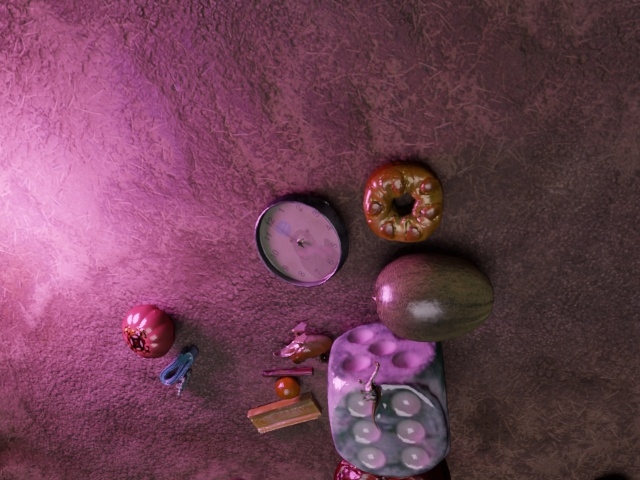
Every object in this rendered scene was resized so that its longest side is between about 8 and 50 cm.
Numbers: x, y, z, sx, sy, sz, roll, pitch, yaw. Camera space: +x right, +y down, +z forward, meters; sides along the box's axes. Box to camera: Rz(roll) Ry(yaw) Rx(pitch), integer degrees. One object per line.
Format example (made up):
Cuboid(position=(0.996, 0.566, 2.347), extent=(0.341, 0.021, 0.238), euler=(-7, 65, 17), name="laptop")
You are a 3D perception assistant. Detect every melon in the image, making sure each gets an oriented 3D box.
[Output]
Cuboid(position=(0.308, 0.156, 1.604), extent=(0.329, 0.248, 0.248), euler=(1, 118, 4), name="melon")

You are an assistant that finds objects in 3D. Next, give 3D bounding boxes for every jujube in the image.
Cuboid(position=(0.237, 0.801, 1.944), extent=(0.377, 0.276, 0.276), euler=(-8, 117, 19), name="jujube")

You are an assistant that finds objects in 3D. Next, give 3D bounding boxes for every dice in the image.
Cuboid(position=(0.205, 0.457, 1.712), extent=(0.330, 0.348, 0.328), euler=(-6, 111, 9), name="dice")

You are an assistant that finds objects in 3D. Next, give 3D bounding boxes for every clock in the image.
Cuboid(position=(-0.058, 0.003, 1.638), extent=(0.281, 0.055, 0.280), euler=(10, 118, 19), name="clock")

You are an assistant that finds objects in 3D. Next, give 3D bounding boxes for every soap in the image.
Cuboid(position=(-0.123, 0.599, 2.019), extent=(0.252, 0.037, 0.092), euler=(-21, 115, 17), name="soap")

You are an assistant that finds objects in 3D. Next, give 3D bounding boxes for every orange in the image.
Cuboid(position=(-0.108, 0.491, 1.940), extent=(0.085, 0.085, 0.085), euler=(3, 119, 6), name="orange")

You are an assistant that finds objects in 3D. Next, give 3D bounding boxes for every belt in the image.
Cuboid(position=(-0.462, 0.432, 1.962), extent=(0.100, 0.065, 0.179), euler=(40, 117, -2), name="belt")

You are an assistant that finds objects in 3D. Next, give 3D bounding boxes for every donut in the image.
Cuboid(position=(0.219, -0.105, 1.546), extent=(0.227, 0.114, 0.226), euler=(3, 119, 6), name="donut")

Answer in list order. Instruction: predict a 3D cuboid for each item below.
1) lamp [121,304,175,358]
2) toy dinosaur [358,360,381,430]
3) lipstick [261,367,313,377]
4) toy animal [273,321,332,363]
Cuboid(position=(-0.540, 0.285, 1.857), extent=(0.182, 0.140, 0.182), euler=(11, 116, 23), name="lamp")
Cuboid(position=(0.127, 0.399, 1.507), extent=(0.058, 0.037, 0.180), euler=(1, 106, 18), name="toy dinosaur")
Cuboid(position=(-0.110, 0.441, 1.938), extent=(0.176, 0.027, 0.027), euler=(-7, 117, 13), name="lipstick")
Cuboid(position=(-0.047, 0.351, 1.854), extent=(0.188, 0.089, 0.179), euler=(-22, 128, 12), name="toy animal")
